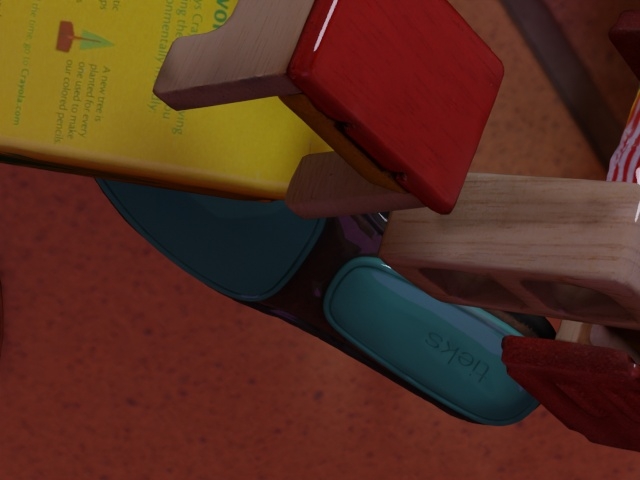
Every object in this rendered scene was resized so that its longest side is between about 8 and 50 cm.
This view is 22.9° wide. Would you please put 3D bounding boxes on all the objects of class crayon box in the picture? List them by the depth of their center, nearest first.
[{"bbox_3d":[-0.103,-0.129,0.683,0.318,0.081,0.202,10,88,-13],"label":"crayon box"}]

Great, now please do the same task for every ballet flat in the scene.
[{"bbox_3d":[0.000,0.000,0.808,0.280,0.096,0.095,36,112,-12],"label":"ballet flat"}]

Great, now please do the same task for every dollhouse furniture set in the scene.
[{"bbox_3d":[0.130,-0.054,0.659,0.152,0.201,0.374,6,158,39],"label":"dollhouse furniture set"}]

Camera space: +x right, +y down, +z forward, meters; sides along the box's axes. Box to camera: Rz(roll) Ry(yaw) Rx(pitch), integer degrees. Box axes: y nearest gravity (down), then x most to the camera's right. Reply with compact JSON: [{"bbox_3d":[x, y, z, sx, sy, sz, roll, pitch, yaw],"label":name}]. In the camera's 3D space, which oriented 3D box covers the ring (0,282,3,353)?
[{"bbox_3d":[-0.338,0.044,0.834,0.336,0.032,0.337,-4,122,-6],"label":"ring"}]
